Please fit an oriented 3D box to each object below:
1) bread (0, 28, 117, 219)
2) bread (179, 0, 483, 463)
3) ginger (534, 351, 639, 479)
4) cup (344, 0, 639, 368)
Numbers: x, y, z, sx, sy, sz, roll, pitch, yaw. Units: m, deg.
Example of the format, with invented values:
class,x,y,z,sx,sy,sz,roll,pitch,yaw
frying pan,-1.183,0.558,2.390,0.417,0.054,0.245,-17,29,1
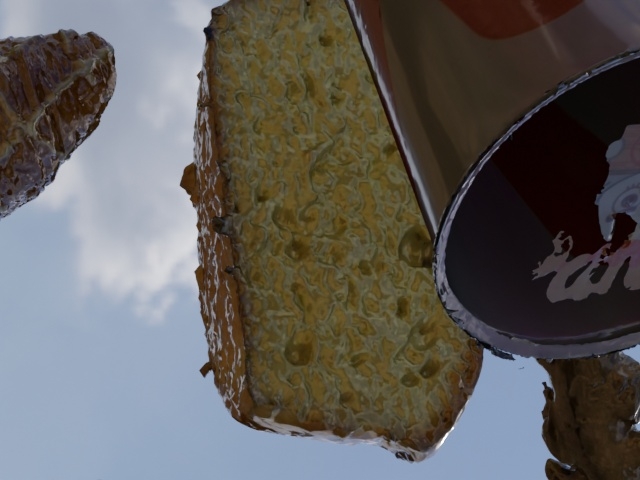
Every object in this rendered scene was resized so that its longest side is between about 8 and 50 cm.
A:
class,x,y,z,sx,sy,sz,roll,pitch,yaw
bread,-0.208,-0.040,0.892,0.105,0.233,0.076,57,2,-10
bread,0.000,0.000,1.197,0.179,0.194,0.340,133,-47,-66
ginger,0.314,0.210,1.973,0.166,0.080,0.333,-14,-77,44
cup,0.096,-0.110,0.836,0.203,0.203,0.288,109,-31,-42
